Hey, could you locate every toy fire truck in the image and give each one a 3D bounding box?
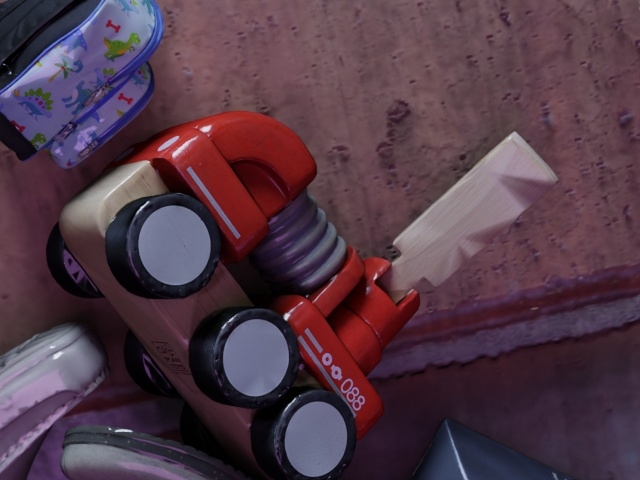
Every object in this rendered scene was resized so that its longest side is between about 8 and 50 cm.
[{"bbox_3d":[0.000,0.000,0.711,0.246,0.158,0.217,-44,111,-28],"label":"toy fire truck"}]

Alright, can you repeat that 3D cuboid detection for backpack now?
[{"bbox_3d":[-0.144,-0.107,0.675,0.114,0.105,0.084,-40,128,6],"label":"backpack"}]

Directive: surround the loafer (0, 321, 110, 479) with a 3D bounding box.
[{"bbox_3d":[-0.237,0.176,0.749,0.319,0.112,0.111,-43,92,18],"label":"loafer"}]

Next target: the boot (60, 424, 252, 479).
[{"bbox_3d":[-0.068,0.224,0.681,0.246,0.083,0.161,35,62,-19],"label":"boot"}]

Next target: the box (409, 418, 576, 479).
[{"bbox_3d":[0.120,0.234,0.806,0.158,0.093,0.156,26,104,-10],"label":"box"}]
